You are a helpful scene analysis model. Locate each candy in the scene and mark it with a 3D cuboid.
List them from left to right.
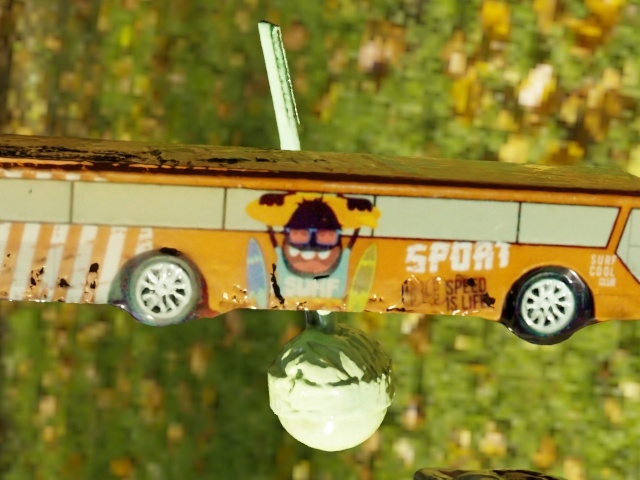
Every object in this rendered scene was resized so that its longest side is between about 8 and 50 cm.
[{"bbox_3d":[-0.011,-0.001,1.458,0.093,0.092,0.335,16,122,54],"label":"candy"}]

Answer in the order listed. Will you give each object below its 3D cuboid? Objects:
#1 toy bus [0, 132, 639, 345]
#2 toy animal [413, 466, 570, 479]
[{"bbox_3d":[0.000,0.000,1.076,0.093,0.409,0.092,-130,44,-74],"label":"toy bus"},{"bbox_3d":[0.101,0.153,0.850,0.236,0.108,0.138,21,73,36],"label":"toy animal"}]
